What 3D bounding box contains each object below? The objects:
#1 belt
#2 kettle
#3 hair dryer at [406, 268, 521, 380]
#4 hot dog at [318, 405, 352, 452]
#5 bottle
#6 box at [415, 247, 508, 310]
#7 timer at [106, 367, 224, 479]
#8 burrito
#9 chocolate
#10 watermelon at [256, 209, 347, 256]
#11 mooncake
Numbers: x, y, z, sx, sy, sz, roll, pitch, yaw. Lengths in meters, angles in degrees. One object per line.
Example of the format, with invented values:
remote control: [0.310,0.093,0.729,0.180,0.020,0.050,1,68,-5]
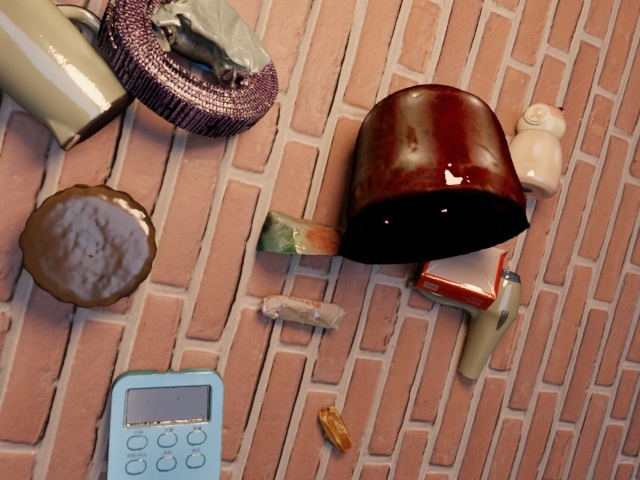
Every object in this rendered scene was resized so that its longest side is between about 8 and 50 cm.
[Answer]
belt: [-0.228,-0.338,0.911,0.324,0.122,0.260,33,58,-23]
kettle: [-0.451,-0.316,0.857,0.255,0.165,0.240,47,52,-21]
hair dryer: [0.368,0.222,1.277,0.298,0.119,0.296,-4,103,-4]
hot dog: [0.034,0.461,1.203,0.056,0.041,0.133,-30,101,-23]
bottle: [0.543,-0.235,1.244,0.147,0.147,0.237,21,82,-22]
box: [0.335,0.073,1.178,0.182,0.099,0.133,17,67,9]
timer: [-0.321,0.399,1.033,0.231,0.091,0.250,2,93,-20]
burrito: [-0.039,0.162,1.122,0.203,0.064,0.064,13,92,-24]
chocolate: [0.216,-0.147,1.014,0.383,0.383,0.332,-1,75,-20]
watermelon: [0.000,0.000,1.086,0.241,0.154,0.095,8,95,-36]
mooncake: [-0.423,0.005,0.924,0.228,0.124,0.228,-2,98,-15]
